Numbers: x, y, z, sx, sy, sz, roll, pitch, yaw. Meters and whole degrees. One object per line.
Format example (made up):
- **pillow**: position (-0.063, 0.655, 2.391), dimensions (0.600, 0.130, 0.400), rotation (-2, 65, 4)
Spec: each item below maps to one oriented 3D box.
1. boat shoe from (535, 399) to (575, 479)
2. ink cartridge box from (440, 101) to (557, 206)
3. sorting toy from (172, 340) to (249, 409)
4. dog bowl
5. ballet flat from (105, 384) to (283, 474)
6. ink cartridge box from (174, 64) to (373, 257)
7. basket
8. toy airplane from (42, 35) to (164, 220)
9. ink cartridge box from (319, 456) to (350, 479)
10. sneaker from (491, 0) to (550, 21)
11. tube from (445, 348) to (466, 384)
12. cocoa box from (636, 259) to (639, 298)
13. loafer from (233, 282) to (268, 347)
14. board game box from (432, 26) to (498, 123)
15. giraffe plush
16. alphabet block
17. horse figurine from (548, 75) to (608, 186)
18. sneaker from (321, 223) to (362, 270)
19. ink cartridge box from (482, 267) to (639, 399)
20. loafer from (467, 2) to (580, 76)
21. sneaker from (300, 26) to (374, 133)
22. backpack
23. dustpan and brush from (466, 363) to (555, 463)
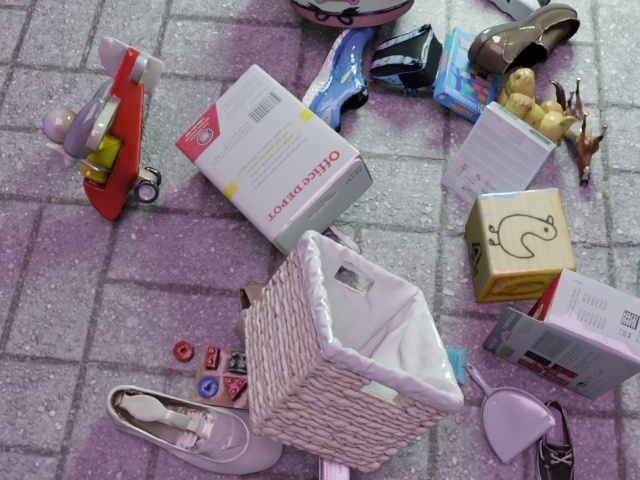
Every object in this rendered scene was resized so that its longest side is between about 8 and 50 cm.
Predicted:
- **boat shoe**: position (0.490, 0.445, 1.474), dimensions (0.077, 0.070, 0.219), rotation (-2, 67, 1)
- **ink cartridge box**: position (0.424, -0.185, 1.697), dimensions (0.189, 0.232, 0.066), rotation (40, 42, 17)
- **sorting toy**: position (-0.205, 0.302, 1.572), dimensions (0.274, 0.046, 0.132), rotation (7, 67, 4)
- **dog bowl**: position (0.086, -0.709, 1.878), dimensions (0.408, 0.150, 0.408), rotation (-1, 43, 1)
- **ballet flat**: position (-0.278, 0.396, 1.489), dimensions (0.400, 0.139, 0.139), rotation (15, 68, 8)
- **ink cartridge box**: position (-0.109, -0.183, 1.664), dimensions (0.279, 0.160, 0.384), rotation (-44, 64, -2)
- **basket**: position (0.043, 0.217, 1.370), dimensions (0.328, 0.266, 0.331), rotation (28, 30, -29)
- **toy airplane**: position (-0.509, -0.284, 1.651), dimensions (0.272, 0.386, 0.384), rotation (3, 66, -10)
- **ink cartridge box**: position (0.029, 0.489, 1.411), dimensions (0.060, 0.180, 0.104), rotation (-1, 67, 2)
- **sneaker**: position (0.540, -0.729, 1.966), dimensions (0.153, 0.101, 0.268), rotation (-41, 77, -15)
- **tube**: position (0.222, 0.267, 1.574), dimensions (0.207, 0.052, 0.080), rotation (8, 72, 0)
- **cocoa box**: position (0.888, 0.133, 1.507), dimensions (0.347, 0.231, 0.228), rotation (11, 67, 7)
- **loafer**: position (-0.145, 0.204, 1.554), dimensions (0.092, 0.102, 0.268), rotation (10, 43, -14)
- **board game box**: position (0.383, -0.425, 1.826), dimensions (0.160, 0.047, 0.210), rotation (25, 66, -22)
- **giraffe plush**: position (0.530, -0.301, 1.740), dimensions (0.170, 0.181, 0.210), rotation (13, 91, -1)
- **alphabet block**: position (0.444, 0.016, 1.595), dimensions (0.192, 0.193, 0.197), rotation (-6, 67, 1)
- **horse figurine**: position (0.641, -0.288, 1.752), dimensions (0.066, 0.174, 0.263), rotation (-13, 54, 0)
- **sneaker**: position (0.000, 0.000, 1.684), dimensions (0.192, 0.064, 0.086), rotation (37, 72, 16)
- **ink cartridge box**: position (0.503, 0.187, 1.454), dimensions (0.271, 0.309, 0.130), rotation (23, 69, 11)
- **loafer**: position (0.545, -0.500, 1.824), dimensions (0.366, 0.134, 0.130), rotation (-26, 68, -23)
- **sneaker**: position (0.069, -0.417, 1.844), dimensions (0.147, 0.130, 0.330), rotation (25, 77, 3)
- **backpack**: position (0.224, -0.466, 1.851), dimensions (0.173, 0.117, 0.158), rotation (-3, 61, 36)
- **dustpan and brush**: position (0.384, 0.351, 1.524), dimensions (0.147, 0.060, 0.211), rotation (-43, 70, 9)
